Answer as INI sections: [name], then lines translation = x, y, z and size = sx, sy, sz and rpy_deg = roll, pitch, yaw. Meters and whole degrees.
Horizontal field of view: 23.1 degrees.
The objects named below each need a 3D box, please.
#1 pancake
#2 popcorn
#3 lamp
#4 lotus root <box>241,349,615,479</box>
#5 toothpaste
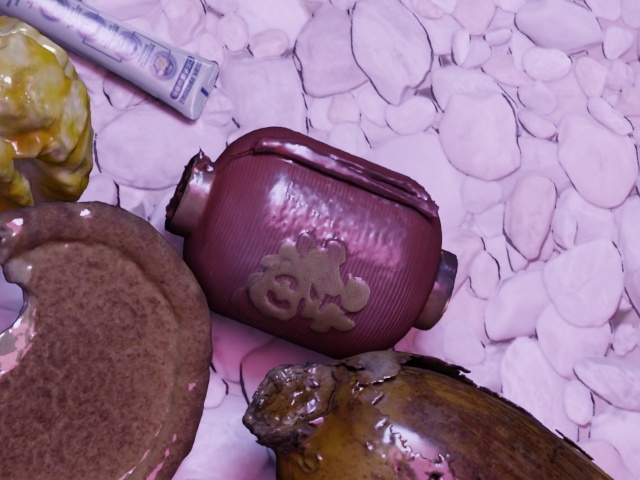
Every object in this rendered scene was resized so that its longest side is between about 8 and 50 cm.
[pancake]
translation = -0.204, 0.112, 1.198
size = 0.288, 0.033, 0.286
rpy_deg = -25, 115, -29
[popcorn]
translation = -0.276, -0.085, 1.206
size = 0.204, 0.221, 0.184
rpy_deg = -19, 61, 15
[lamp]
translation = 0.000, 0.000, 1.307
size = 0.258, 0.180, 0.180
rpy_deg = 20, 66, -12
[lotus root]
translation = 0.119, 0.219, 1.272
size = 0.397, 0.179, 0.196
rpy_deg = 32, 27, -14
[toothpaste]
translation = -0.202, -0.182, 1.374
size = 0.239, 0.039, 0.062
rpy_deg = 26, 68, -13
